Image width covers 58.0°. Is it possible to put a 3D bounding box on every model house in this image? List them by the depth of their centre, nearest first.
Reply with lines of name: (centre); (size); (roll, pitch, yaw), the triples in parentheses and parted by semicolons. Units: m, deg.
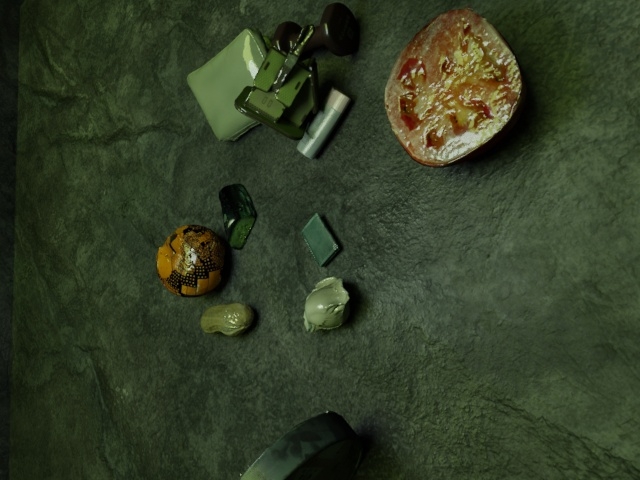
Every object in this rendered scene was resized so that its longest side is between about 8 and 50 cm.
model house: (-0.069, -0.442, 1.519); (0.278, 0.205, 0.218); (-57, 12, 26)

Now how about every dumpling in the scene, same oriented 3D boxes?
dumpling: (0.018, 0.158, 1.466); (0.188, 0.108, 0.127); (-41, 31, 45)

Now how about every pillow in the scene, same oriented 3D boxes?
pillow: (-0.249, -0.461, 1.759); (0.322, 0.120, 0.255); (-20, 101, 39)

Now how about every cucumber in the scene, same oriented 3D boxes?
cucumber: (-0.265, -0.083, 1.776); (0.115, 0.086, 0.193); (-40, 52, 32)

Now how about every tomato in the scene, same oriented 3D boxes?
tomato: (0.305, -0.315, 1.263); (0.338, 0.144, 0.338); (-6, 82, 44)

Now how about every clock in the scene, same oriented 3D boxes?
clock: (-0.059, 0.552, 1.275); (0.076, 0.386, 0.386); (37, 107, 33)

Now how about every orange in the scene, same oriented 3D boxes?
orange: (-0.396, 0.067, 1.792); (0.235, 0.182, 0.234); (-13, 65, 31)

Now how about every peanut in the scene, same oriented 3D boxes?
peanut: (-0.281, 0.236, 1.722); (0.214, 0.090, 0.098); (-8, 106, 42)

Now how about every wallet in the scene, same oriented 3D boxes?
wallet: (0.000, 0.000, 1.554); (0.088, 0.026, 0.129); (-49, 55, 29)

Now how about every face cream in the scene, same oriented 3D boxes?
face cream: (0.009, -0.321, 1.585); (0.198, 0.057, 0.084); (-55, 40, 18)

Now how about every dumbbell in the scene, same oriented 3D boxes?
dumbbell: (-0.016, -0.559, 1.596); (0.226, 0.124, 0.140); (-1, 65, 42)

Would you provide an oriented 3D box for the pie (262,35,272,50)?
pie: (-0.208, -0.556, 1.828); (0.187, 0.041, 0.186); (-8, 77, 40)
